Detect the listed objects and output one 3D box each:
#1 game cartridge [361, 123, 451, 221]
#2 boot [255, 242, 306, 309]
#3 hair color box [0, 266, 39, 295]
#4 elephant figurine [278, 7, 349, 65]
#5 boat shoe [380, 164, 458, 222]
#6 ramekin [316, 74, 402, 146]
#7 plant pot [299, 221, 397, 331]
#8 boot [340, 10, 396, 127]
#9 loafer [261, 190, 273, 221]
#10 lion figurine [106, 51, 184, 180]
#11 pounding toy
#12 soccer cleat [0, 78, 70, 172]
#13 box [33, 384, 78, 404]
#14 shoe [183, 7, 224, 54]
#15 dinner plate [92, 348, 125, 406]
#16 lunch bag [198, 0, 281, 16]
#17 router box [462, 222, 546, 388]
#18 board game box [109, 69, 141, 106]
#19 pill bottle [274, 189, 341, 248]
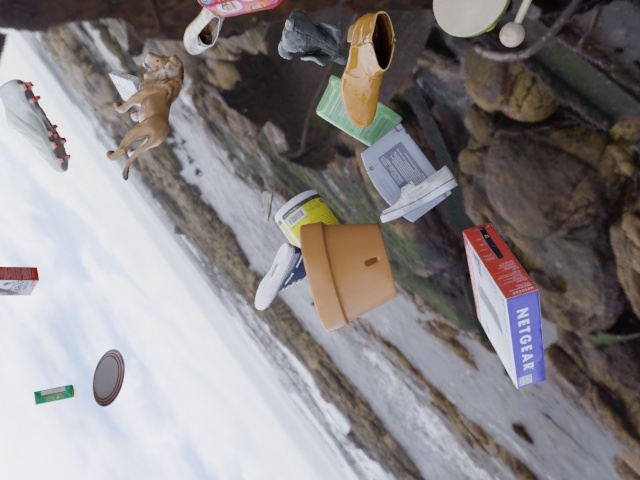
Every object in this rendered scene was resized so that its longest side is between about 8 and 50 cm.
[{"bbox_3d":[0.281,-0.222,2.044,0.297,0.198,0.062,53,-170,-5],"label":"game cartridge"},{"bbox_3d":[-0.089,0.101,1.509,0.086,0.190,0.069,20,-162,-31],"label":"boot"},{"bbox_3d":[-0.950,0.123,1.804,0.093,0.167,0.053,-45,55,36],"label":"hair color box"},{"bbox_3d":[-0.002,-0.637,1.930,0.239,0.186,0.169,22,139,-8],"label":"elephant figurine"},{"bbox_3d":[0.301,-0.148,1.913,0.088,0.268,0.096,62,-166,3],"label":"boat shoe"},{"bbox_3d":[0.132,-0.461,2.190,0.303,0.148,0.303,30,-169,-7],"label":"ramekin"},{"bbox_3d":[0.081,0.077,1.573,0.291,0.204,0.290,-14,-90,-84],"label":"plant pot"},{"bbox_3d":[0.125,-0.430,1.545,0.211,0.104,0.295,-133,37,-69],"label":"boot"},{"bbox_3d":[-0.212,-0.136,2.353,0.039,0.125,0.045,14,-159,7],"label":"loafer"},{"bbox_3d":[-0.510,-0.380,1.812,0.142,0.240,0.392,36,-142,-53],"label":"lion figurine"},{"bbox_3d":[0.379,-0.530,1.338,0.237,0.182,0.110,30,-161,34],"label":"pounding toy"},{"bbox_3d":[-0.566,-0.219,1.184,0.068,0.076,0.196,-94,-18,-71],"label":"soccer cleat"},{"bbox_3d":[-0.778,0.457,1.777,0.179,0.105,0.043,136,123,-67],"label":"box"},{"bbox_3d":[-0.330,-0.588,1.692,0.219,0.077,0.058,-36,59,52],"label":"shoe"},{"bbox_3d":[-0.528,0.339,1.486,0.017,0.141,0.141,4,150,14],"label":"dinner plate"},{"bbox_3d":[-0.197,-0.738,1.529,0.120,0.258,0.293,-5,-90,-75],"label":"lunch bag"},{"bbox_3d":[0.488,0.169,1.599,0.301,0.082,0.335,-104,-4,-56],"label":"router box"},{"bbox_3d":[-0.625,-0.498,1.975,0.154,0.026,0.103,26,149,39],"label":"board game box"},{"bbox_3d":[0.000,0.000,2.146,0.334,0.188,0.188,55,169,9],"label":"pill bottle"}]
